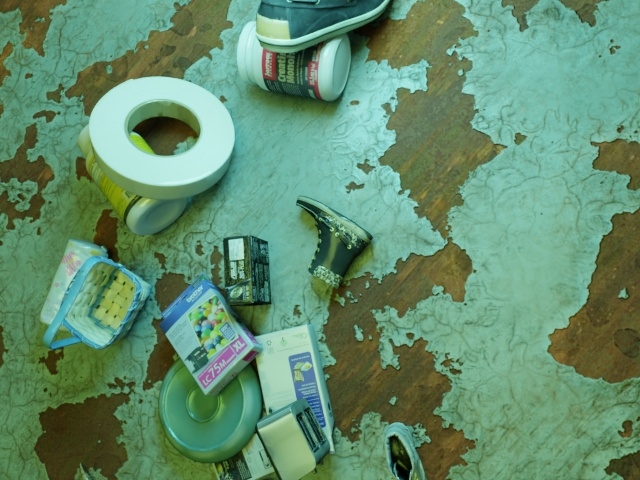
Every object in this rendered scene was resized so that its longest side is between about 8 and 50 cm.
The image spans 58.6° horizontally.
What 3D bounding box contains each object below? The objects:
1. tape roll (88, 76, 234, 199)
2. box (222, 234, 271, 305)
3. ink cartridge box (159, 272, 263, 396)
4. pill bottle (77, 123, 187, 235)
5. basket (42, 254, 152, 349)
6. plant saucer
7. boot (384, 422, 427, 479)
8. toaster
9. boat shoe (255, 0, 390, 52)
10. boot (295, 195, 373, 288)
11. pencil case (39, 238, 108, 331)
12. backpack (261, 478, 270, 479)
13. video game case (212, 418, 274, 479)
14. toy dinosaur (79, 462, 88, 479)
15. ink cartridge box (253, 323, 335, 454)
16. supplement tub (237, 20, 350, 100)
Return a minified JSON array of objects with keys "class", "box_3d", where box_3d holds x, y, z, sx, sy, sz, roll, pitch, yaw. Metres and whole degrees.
[{"class":"tape roll","box_3d":[-0.433,-0.292,1.578,0.391,0.072,0.393,7,60,-11]},{"class":"box","box_3d":[-0.195,0.084,1.533,0.077,0.147,0.180,-6,82,14]},{"class":"ink cartridge box","box_3d":[-0.316,0.244,1.553,0.186,0.065,0.311,-45,59,3]},{"class":"pill bottle","box_3d":[-0.550,-0.192,1.643,0.188,0.188,0.334,-42,74,6]},{"class":"basket","box_3d":[-0.612,0.173,1.556,0.201,0.289,0.255,30,87,6]},{"class":"plant saucer","box_3d":[-0.313,0.442,1.554,0.317,0.043,0.318,-4,76,17]},{"class":"boot","box_3d":[0.207,0.578,1.371,0.095,0.123,0.259,-22,78,11]},{"class":"toaster","box_3d":[-0.067,0.476,1.373,0.110,0.168,0.186,-31,77,7]},{"class":"boat shoe","box_3d":[0.027,-0.628,1.442,0.186,0.156,0.500,27,48,30]},{"class":"boot","box_3d":[0.000,0.000,1.525,0.236,0.085,0.179,32,94,16]},{"class":"pencil case","box_3d":[-0.728,0.132,1.687,0.124,0.113,0.273,18,88,5]},{"class":"backpack","box_3d":[-0.149,0.690,1.472,0.114,0.084,0.105,-46,74,0]},{"class":"video game case","box_3d":[-0.222,0.558,1.543,0.173,0.022,0.191,-26,78,10]},{"class":"toy dinosaur","box_3d":[-0.650,0.746,1.610,0.112,0.064,0.212,-7,81,15]},{"class":"ink cartridge box","box_3d":[-0.066,0.400,1.500,0.165,0.065,0.333,-14,78,13]},{"class":"supplement tub","box_3d":[-0.069,-0.494,1.552,0.271,0.191,0.191,13,86,16]}]
